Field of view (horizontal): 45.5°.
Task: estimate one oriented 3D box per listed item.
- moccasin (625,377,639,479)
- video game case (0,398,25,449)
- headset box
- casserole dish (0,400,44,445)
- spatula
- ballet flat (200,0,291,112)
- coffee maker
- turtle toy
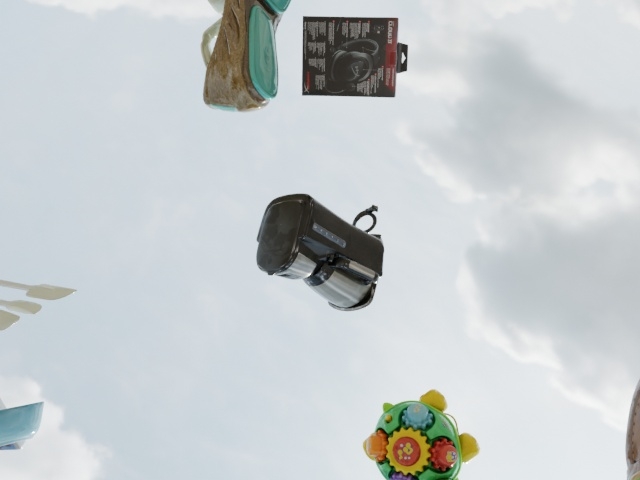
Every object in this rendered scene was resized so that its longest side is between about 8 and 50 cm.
[{"bbox_3d":[0.313,0.115,0.378,0.139,0.380,0.147,40,-118,-21],"label":"moccasin"},{"bbox_3d":[-0.556,0.236,1.124,0.183,0.201,0.023,-6,-148,14],"label":"video game case"},{"bbox_3d":[0.028,-0.146,0.607,0.083,0.062,0.032,1,-165,4],"label":"headset box"},{"bbox_3d":[-0.352,0.189,0.732,0.114,0.037,0.188,-15,172,23],"label":"casserole dish"},{"bbox_3d":[-0.562,0.103,1.304,0.242,0.019,0.168,6,-152,29],"label":"spatula"},{"bbox_3d":[-0.113,-0.324,1.103,0.124,0.116,0.342,-10,-119,27],"label":"ballet flat"},{"bbox_3d":[0.000,0.000,1.135,0.178,0.120,0.171,32,-138,-40],"label":"coffee maker"},{"bbox_3d":[0.094,0.201,0.692,0.130,0.095,0.066,53,-169,21],"label":"turtle toy"}]
